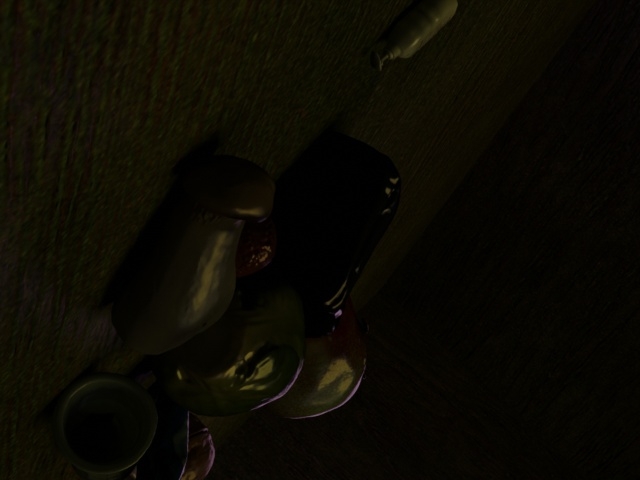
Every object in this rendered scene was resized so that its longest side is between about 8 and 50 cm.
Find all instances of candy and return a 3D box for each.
[{"bbox_3d":[-0.256,0.318,1.907,0.187,0.077,0.331,124,-30,-50],"label":"candy"}]

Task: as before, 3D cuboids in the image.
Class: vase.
[{"bbox_3d":[-0.321,0.292,1.741,0.143,0.143,0.299,-44,175,-20],"label":"vase"}]

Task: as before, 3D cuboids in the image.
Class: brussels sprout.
[{"bbox_3d":[-0.136,0.146,1.665,0.219,0.210,0.271,-3,173,9],"label":"brussels sprout"}]

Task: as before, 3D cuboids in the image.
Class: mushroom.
[{"bbox_3d":[-0.147,0.015,1.394,0.159,0.122,0.329,-55,177,-47],"label":"mushroom"}]

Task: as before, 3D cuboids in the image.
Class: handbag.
[{"bbox_3d":[-0.002,-0.002,1.825,0.275,0.177,0.302,-61,176,-11],"label":"handbag"}]

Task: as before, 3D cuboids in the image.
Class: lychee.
[{"bbox_3d":[-0.119,0.000,1.533,0.101,0.140,0.114,-23,117,-60],"label":"lychee"}]

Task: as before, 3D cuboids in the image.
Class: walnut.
[{"bbox_3d":[-0.306,0.433,2.347,0.207,0.167,0.167,-29,162,-39],"label":"walnut"}]

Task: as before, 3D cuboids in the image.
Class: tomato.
[{"bbox_3d":[-0.064,0.180,2.136,0.239,0.303,0.303,-26,163,-25],"label":"tomato"}]

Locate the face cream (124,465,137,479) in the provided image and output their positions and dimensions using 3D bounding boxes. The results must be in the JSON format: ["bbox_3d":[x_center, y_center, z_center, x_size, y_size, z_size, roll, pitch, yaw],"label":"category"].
[{"bbox_3d":[-0.301,0.318,2.167,0.274,0.096,0.154,-58,174,-28],"label":"face cream"}]

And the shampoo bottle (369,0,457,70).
[{"bbox_3d":[0.121,-0.279,1.592,0.152,0.045,0.077,-46,174,-23],"label":"shampoo bottle"}]
